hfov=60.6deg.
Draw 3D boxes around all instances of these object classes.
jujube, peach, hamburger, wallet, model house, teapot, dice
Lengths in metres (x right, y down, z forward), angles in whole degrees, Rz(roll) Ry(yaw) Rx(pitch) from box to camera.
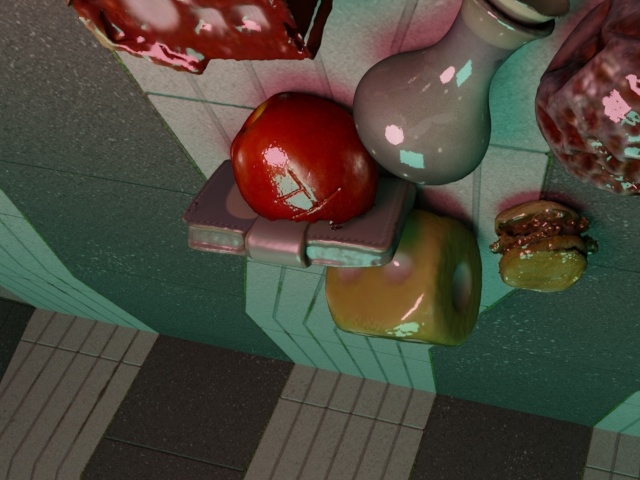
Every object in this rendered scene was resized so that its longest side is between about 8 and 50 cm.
[{"bbox_3d":[0.387,-0.128,0.555,0.317,0.226,0.226,21,154,-10],"label":"jujube"},{"bbox_3d":[-0.020,-0.108,0.831,0.226,0.196,0.190,38,166,-20],"label":"peach"},{"bbox_3d":[0.389,0.002,0.943,0.184,0.131,0.159,7,147,0],"label":"hamburger"},{"bbox_3d":[-0.032,-0.047,0.920,0.360,0.252,0.083,7,129,14],"label":"wallet"},{"bbox_3d":[-0.118,-0.279,0.524,0.253,0.196,0.160,2,155,25],"label":"model house"},{"bbox_3d":[0.151,-0.189,0.622,0.183,0.184,0.251,19,143,-11],"label":"teapot"},{"bbox_3d":[0.162,0.079,1.050,0.233,0.227,0.238,0,165,37],"label":"dice"}]
